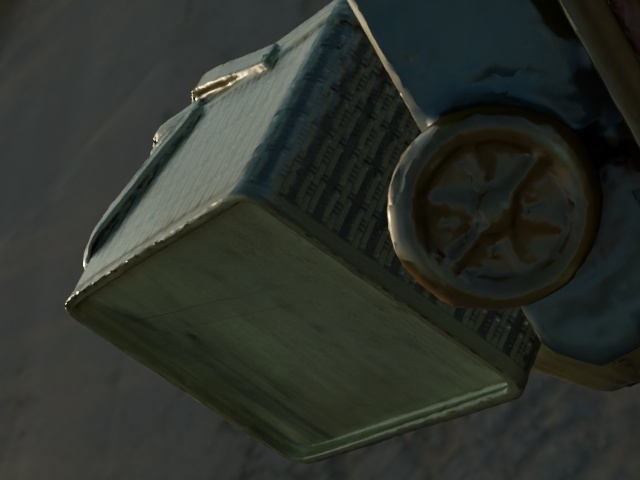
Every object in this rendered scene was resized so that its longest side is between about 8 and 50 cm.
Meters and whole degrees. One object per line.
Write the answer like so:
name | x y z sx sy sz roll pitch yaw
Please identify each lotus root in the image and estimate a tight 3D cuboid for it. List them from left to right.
lotus root | 0.311 0.104 2.140 0.146 0.303 0.130 -32 47 44

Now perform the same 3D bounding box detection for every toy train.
toy train | 0.111 -0.105 0.640 0.232 0.369 0.163 -29 5 14

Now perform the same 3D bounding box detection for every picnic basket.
picnic basket | 0.000 0.000 1.123 0.313 0.228 0.175 -29 30 57
